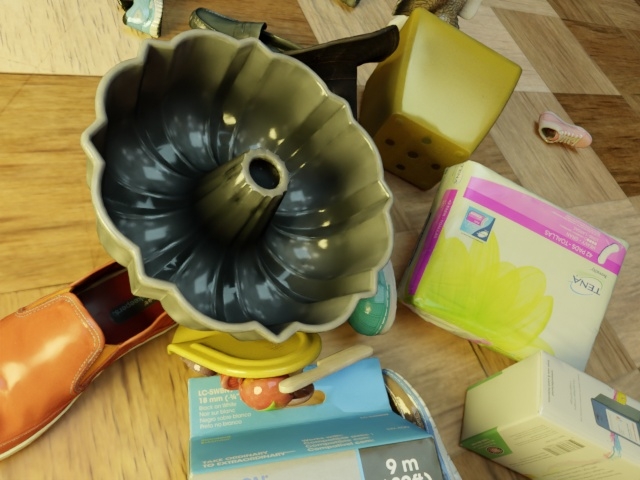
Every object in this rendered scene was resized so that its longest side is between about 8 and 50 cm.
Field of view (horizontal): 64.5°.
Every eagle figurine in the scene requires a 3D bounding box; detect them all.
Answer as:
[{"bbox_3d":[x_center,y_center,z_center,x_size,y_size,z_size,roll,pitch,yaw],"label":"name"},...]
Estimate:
[{"bbox_3d":[0.233,-0.481,1.085,0.226,0.225,0.299,28,39,-21],"label":"eagle figurine"}]

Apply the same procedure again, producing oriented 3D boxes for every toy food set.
[{"bbox_3d":[-0.067,0.135,0.534,0.128,0.217,0.071,-16,111,-49],"label":"toy food set"}]

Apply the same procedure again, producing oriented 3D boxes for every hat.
[{"bbox_3d":[-0.028,-0.193,0.735,0.331,0.331,0.134,-22,101,-36],"label":"hat"}]

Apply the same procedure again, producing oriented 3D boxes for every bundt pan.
[{"bbox_3d":[-0.085,-0.047,0.539,0.330,0.124,0.331,15,63,-30],"label":"bundt pan"}]

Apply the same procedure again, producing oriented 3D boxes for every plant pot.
[{"bbox_3d":[0.182,-0.218,0.877,0.212,0.212,0.187,27,63,-9],"label":"plant pot"}]

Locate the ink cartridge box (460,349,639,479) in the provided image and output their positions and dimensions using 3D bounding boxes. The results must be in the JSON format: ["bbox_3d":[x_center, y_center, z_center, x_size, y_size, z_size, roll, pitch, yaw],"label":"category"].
[{"bbox_3d":[0.316,0.249,0.653,0.212,0.154,0.093,28,49,-6],"label":"ink cartridge box"}]

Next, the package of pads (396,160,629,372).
[{"bbox_3d":[0.280,0.052,0.745,0.296,0.101,0.229,24,84,-10],"label":"package of pads"}]

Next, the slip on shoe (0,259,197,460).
[{"bbox_3d":[-0.254,0.098,0.503,0.331,0.101,0.123,-35,80,-37],"label":"slip on shoe"}]

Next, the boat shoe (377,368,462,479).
[{"bbox_3d":[0.105,0.245,0.609,0.066,0.066,0.183,-19,65,-25],"label":"boat shoe"}]

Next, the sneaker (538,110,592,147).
[{"bbox_3d":[0.561,-0.241,1.172,0.134,0.051,0.070,31,52,-1],"label":"sneaker"}]

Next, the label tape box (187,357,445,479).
[{"bbox_3d":[-0.003,0.270,0.484,0.240,0.106,0.334,-3,60,-15],"label":"label tape box"}]

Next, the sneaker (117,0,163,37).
[{"bbox_3d":[-0.300,-0.412,0.844,0.073,0.063,0.162,3,58,-21],"label":"sneaker"}]

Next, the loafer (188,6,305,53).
[{"bbox_3d":[-0.118,-0.350,0.882,0.223,0.078,0.076,25,51,-10],"label":"loafer"}]

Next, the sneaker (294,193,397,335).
[{"bbox_3d":[0.000,0.000,0.699,0.120,0.108,0.302,-3,53,-27],"label":"sneaker"}]

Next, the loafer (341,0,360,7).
[{"bbox_3d":[0.072,-0.644,1.092,0.087,0.251,0.094,17,14,7],"label":"loafer"}]
